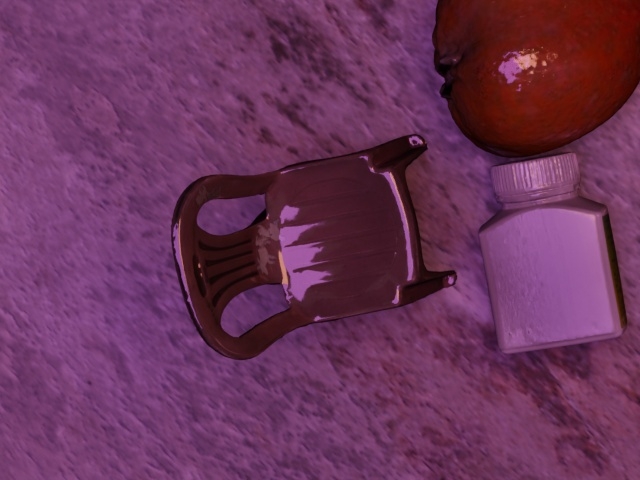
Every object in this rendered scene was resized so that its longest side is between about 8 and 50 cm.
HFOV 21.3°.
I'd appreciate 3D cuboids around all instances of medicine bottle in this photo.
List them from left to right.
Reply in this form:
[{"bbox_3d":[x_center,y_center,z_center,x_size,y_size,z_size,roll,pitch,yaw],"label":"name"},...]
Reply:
[{"bbox_3d":[0.230,0.010,1.718,0.132,0.088,0.188,-9,93,15],"label":"medicine bottle"}]

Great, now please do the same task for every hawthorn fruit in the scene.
[{"bbox_3d":[0.234,-0.190,1.657,0.251,0.199,0.199,-16,91,2],"label":"hawthorn fruit"}]

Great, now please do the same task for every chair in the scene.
[{"bbox_3d":[0.000,0.000,1.655,0.183,0.326,0.176,-12,94,16],"label":"chair"}]
